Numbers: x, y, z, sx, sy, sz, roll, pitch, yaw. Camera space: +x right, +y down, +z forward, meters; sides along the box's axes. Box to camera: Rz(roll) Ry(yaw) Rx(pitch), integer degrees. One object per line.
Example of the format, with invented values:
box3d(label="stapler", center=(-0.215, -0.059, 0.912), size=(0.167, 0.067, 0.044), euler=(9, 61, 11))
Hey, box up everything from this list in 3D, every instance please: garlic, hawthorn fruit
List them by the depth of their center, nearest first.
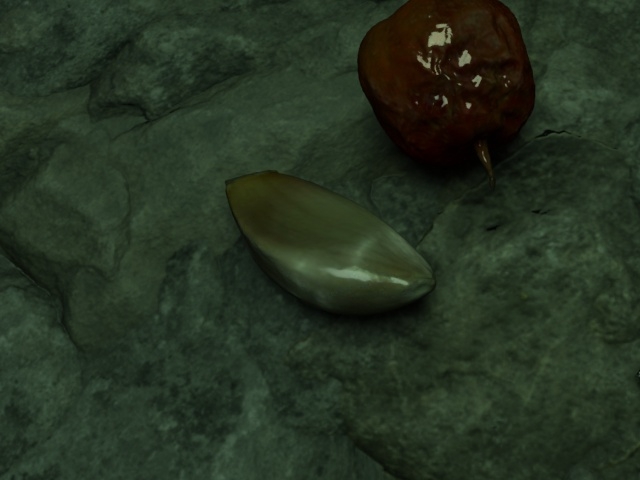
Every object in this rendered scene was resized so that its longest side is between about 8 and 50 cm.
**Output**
box3d(label="hawthorn fruit", center=(0.161, -0.161, 1.125), size=(0.207, 0.207, 0.243), euler=(-22, 68, 3))
box3d(label="garlic", center=(-0.006, 0.005, 1.128), size=(0.143, 0.112, 0.318), euler=(-30, 50, -28))

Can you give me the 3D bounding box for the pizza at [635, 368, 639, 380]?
box3d(label="pizza", center=(0.418, 0.117, 0.983), size=(0.195, 0.052, 0.185), euler=(-19, 48, 20))
